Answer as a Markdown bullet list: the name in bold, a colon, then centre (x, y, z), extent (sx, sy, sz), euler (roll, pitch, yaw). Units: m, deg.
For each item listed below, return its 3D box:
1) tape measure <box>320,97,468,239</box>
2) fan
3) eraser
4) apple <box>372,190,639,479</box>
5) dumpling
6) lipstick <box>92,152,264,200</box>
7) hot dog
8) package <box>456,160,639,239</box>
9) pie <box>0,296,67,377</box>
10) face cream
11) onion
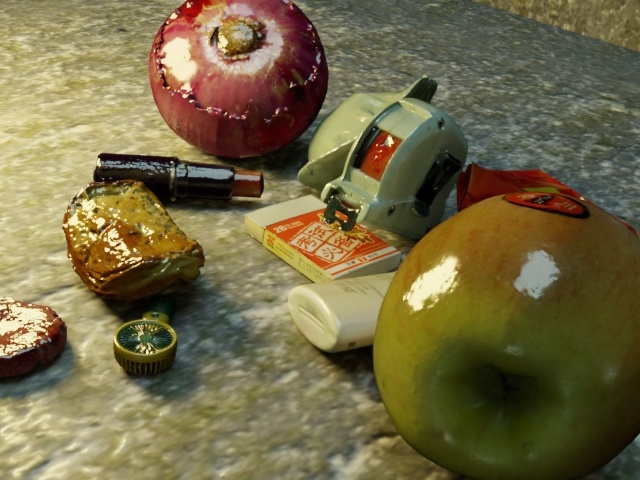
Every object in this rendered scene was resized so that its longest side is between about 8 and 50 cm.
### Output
- **tape measure**: centre (0.143, -0.111, 1.353), extent (0.125, 0.246, 0.243), euler (34, 12, 31)
- **fan**: centre (-0.226, 0.124, 1.082), extent (0.082, 0.039, 0.155), euler (8, 29, 1)
- **eraser**: centre (0.000, 0.000, 1.346), extent (0.157, 0.038, 0.230), euler (-19, 40, -39)
- **apple**: centre (0.224, 0.112, 0.925), extent (0.339, 0.338, 0.305), euler (24, 32, 25)
- **dumpling**: centre (0.122, -0.194, 1.562), extent (0.270, 0.211, 0.320), euler (-18, 35, 29)
- **lipstick**: centre (-0.250, -0.109, 1.429), extent (0.300, 0.081, 0.081), euler (5, 31, -5)
- **hot dog**: centre (-0.276, 0.013, 1.191), extent (0.175, 0.114, 0.259), euler (-8, 36, -34)
- **package**: centre (0.407, -0.007, 1.342), extent (0.196, 0.123, 0.423), euler (-1, 28, -33)
- **pie**: centre (-0.407, 0.123, 1.040), extent (0.154, 0.038, 0.153), euler (4, 30, -2)
- **face cream**: centre (0.142, 0.090, 1.176), extent (0.349, 0.081, 0.173), euler (-7, 17, -23)
- **onion**: centre (-0.164, -0.317, 1.624), extent (0.358, 0.345, 0.358), euler (4, 45, -4)
